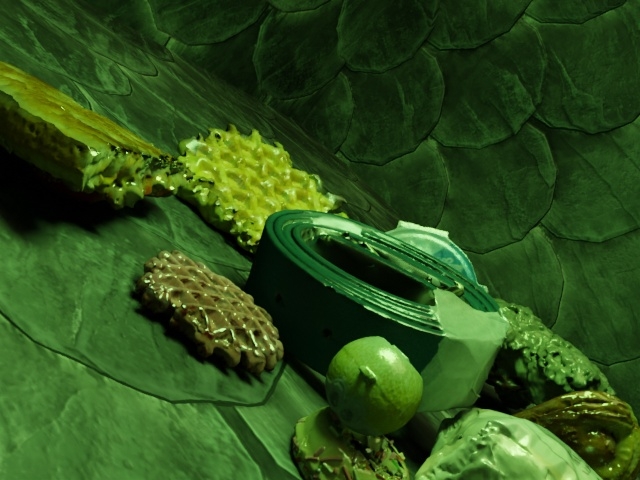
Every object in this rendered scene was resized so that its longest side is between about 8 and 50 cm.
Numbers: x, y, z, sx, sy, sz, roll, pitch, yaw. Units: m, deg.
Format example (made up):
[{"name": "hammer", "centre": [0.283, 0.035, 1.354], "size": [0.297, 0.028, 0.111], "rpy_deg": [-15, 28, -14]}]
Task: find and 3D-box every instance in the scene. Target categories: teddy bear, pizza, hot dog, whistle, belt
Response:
[{"name": "teddy bear", "centre": [0.432, 0.269, 1.592], "size": [0.357, 0.224, 0.367], "rpy_deg": [31, 2, -26]}, {"name": "pizza", "centre": [-0.345, -0.125, 1.164], "size": [0.440, 0.130, 0.406], "rpy_deg": [35, 7, 40]}, {"name": "hot dog", "centre": [0.380, 0.343, 1.216], "size": [0.196, 0.272, 0.122], "rpy_deg": [56, 41, 2]}, {"name": "whistle", "centre": [0.067, 0.197, 0.963], "size": [0.123, 0.123, 0.223], "rpy_deg": [44, -10, 24]}, {"name": "belt", "centre": [0.081, 0.107, 1.237], "size": [0.436, 0.173, 0.300], "rpy_deg": [24, 24, 22]}]

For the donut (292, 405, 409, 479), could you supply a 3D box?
[{"name": "donut", "centre": [0.044, 0.274, 0.955], "size": [0.174, 0.068, 0.174], "rpy_deg": [35, 11, -8]}]

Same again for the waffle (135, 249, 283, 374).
[{"name": "waffle", "centre": [-0.148, 0.098, 1.074], "size": [0.234, 0.055, 0.221], "rpy_deg": [37, 13, -7]}]

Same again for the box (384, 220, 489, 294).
[{"name": "box", "centre": [0.162, 0.139, 1.495], "size": [0.262, 0.291, 0.206], "rpy_deg": [55, -5, 17]}]

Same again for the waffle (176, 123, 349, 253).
[{"name": "waffle", "centre": [-0.123, -0.093, 1.602], "size": [0.382, 0.095, 0.379], "rpy_deg": [39, 29, 8]}]

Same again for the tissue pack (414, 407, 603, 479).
[{"name": "tissue pack", "centre": [0.301, 0.376, 1.017], "size": [0.390, 0.195, 0.375], "rpy_deg": [41, 1, 19]}]
